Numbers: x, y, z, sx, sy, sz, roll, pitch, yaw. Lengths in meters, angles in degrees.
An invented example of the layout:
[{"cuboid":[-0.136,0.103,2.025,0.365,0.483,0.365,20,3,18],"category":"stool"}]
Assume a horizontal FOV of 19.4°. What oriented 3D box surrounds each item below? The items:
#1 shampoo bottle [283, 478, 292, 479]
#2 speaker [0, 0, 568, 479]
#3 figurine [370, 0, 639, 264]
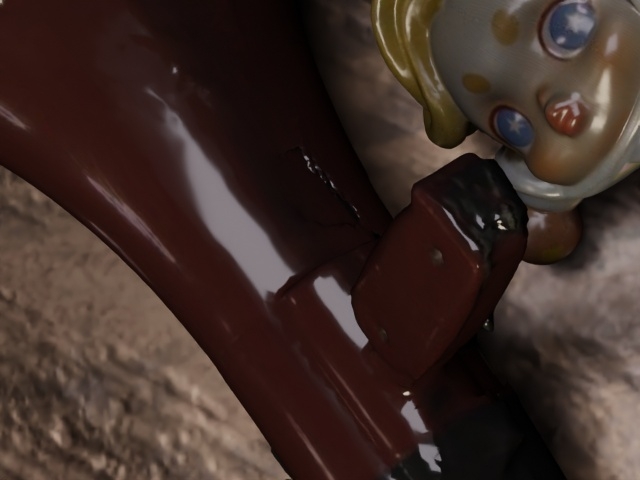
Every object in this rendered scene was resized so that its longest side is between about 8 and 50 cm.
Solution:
[{"cuboid":[0.023,0.171,0.864,0.141,0.034,0.049,37,90,19],"category":"shampoo bottle"},{"cuboid":[0.007,-0.014,0.798,0.329,0.198,0.259,49,131,14],"category":"speaker"},{"cuboid":[0.162,-0.070,0.792,0.274,0.133,0.193,13,127,22],"category":"figurine"}]
